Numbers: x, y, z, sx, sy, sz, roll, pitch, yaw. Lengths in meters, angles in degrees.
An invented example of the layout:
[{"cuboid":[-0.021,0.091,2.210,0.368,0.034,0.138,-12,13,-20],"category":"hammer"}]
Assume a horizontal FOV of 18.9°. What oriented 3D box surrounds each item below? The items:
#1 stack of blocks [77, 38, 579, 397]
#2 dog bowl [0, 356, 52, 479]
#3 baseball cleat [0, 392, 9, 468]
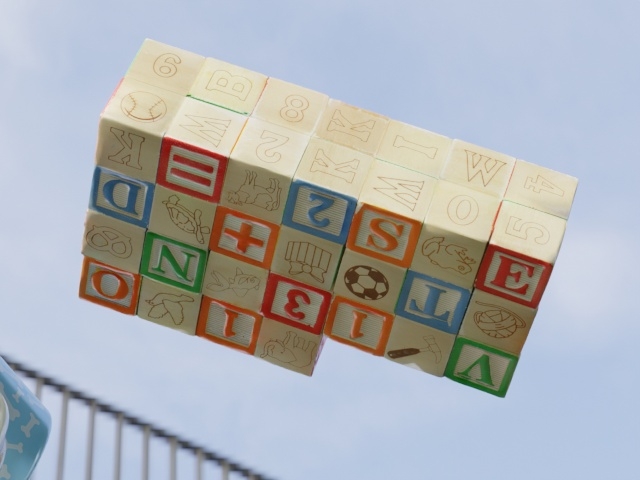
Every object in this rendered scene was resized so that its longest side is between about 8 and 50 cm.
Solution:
[{"cuboid":[0.000,0.000,1.258,0.297,0.087,0.171,18,-45,5],"category":"stack of blocks"},{"cuboid":[-0.262,0.193,1.195,0.074,0.297,0.166,37,-41,-16],"category":"dog bowl"},{"cuboid":[-0.240,0.167,1.047,0.072,0.206,0.109,33,-34,23],"category":"baseball cleat"}]
